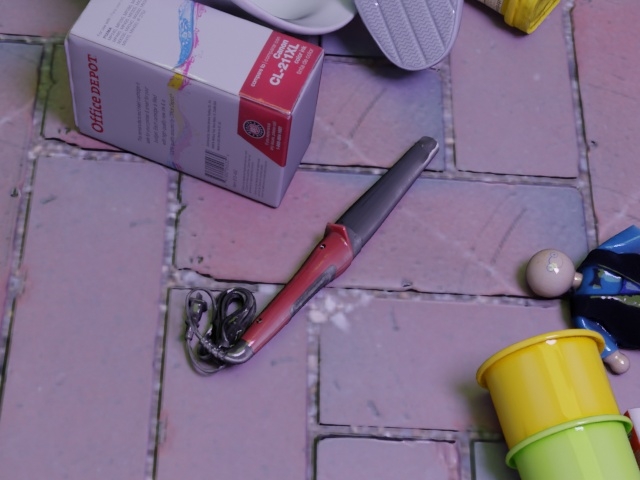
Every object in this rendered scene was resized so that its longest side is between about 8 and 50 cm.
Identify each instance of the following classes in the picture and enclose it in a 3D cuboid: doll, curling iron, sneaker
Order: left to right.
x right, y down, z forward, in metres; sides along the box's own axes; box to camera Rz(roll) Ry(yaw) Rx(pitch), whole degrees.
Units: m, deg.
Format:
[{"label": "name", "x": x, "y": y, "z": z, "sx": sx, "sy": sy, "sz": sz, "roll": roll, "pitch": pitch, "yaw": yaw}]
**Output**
[{"label": "curling iron", "x": 0.000, "y": 0.000, "z": 0.956, "sx": 0.068, "sy": 0.035, "sz": 0.274, "roll": 41, "pitch": 64, "yaw": 16}, {"label": "sneaker", "x": 0.061, "y": -0.268, "z": 1.037, "sx": 0.094, "sy": 0.091, "sz": 0.258, "roll": -12, "pitch": 96, "yaw": 12}, {"label": "doll", "x": 0.249, "y": 0.042, "z": 0.954, "sx": 0.189, "sy": 0.046, "sz": 0.129, "roll": 13, "pitch": 68, "yaw": 8}]

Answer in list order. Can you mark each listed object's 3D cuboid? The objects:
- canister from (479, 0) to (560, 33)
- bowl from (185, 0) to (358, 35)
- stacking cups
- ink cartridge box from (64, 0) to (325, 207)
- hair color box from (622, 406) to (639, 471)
[{"label": "canister", "x": 0.145, "y": -0.272, "z": 1.111, "sx": 0.170, "sy": 0.073, "sz": 0.126, "roll": 34, "pitch": 62, "yaw": 15}, {"label": "bowl", "x": -0.098, "y": -0.281, "z": 1.018, "sx": 0.134, "sy": 0.298, "sz": 0.297, "roll": -19, "pitch": 52, "yaw": 34}, {"label": "stacking cups", "x": 0.185, "y": 0.217, "z": 0.818, "sx": 0.096, "sy": 0.096, "sz": 0.316, "roll": -7, "pitch": 62, "yaw": -11}, {"label": "ink cartridge box", "x": -0.095, "y": -0.113, "z": 0.957, "sx": 0.175, "sy": 0.127, "sz": 0.072, "roll": 21, "pitch": 60, "yaw": 6}, {"label": "hair color box", "x": 0.261, "y": 0.183, "z": 0.874, "sx": 0.072, "sy": 0.043, "sz": 0.141, "roll": -8, "pitch": 62, "yaw": -11}]
